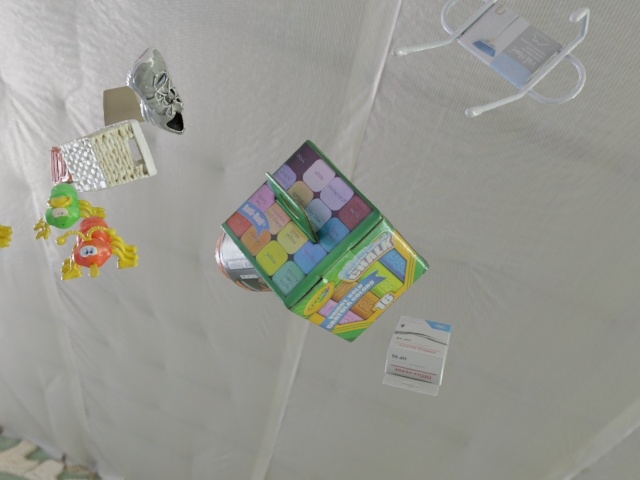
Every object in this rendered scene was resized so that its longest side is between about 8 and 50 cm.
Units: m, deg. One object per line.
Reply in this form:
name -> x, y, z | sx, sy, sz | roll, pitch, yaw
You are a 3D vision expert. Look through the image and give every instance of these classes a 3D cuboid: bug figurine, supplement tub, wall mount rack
bug figurine -> -0.368, 0.000, 0.770 | 0.278, 0.216, 0.072 | -13, -57, -14
supplement tub -> -0.110, 0.021, 1.578 | 0.207, 0.207, 0.338 | 48, -27, -22
wall mount rack -> 0.328, -0.375, 1.255 | 0.350, 0.304, 0.130 | 47, 0, 26

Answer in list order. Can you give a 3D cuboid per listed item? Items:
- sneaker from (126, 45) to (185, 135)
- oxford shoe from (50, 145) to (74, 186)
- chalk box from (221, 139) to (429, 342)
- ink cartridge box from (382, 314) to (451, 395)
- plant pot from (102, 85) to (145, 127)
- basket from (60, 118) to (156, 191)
sneaker -> -0.363, -0.344, 1.513 | 0.115, 0.105, 0.281 | 33, -16, 7
oxford shoe -> -0.589, -0.178, 1.566 | 0.271, 0.098, 0.097 | 14, -74, 55
chalk box -> 0.000, 0.000, 0.921 | 0.180, 0.179, 0.289 | 48, 6, 32
ink cartridge box -> 0.184, 0.211, 1.218 | 0.104, 0.180, 0.060 | 10, -70, 13
plant pot -> -0.524, -0.356, 1.723 | 0.108, 0.109, 0.096 | -14, -78, -8
basket -> -0.409, -0.157, 1.241 | 0.167, 0.103, 0.113 | 1, -66, 50
